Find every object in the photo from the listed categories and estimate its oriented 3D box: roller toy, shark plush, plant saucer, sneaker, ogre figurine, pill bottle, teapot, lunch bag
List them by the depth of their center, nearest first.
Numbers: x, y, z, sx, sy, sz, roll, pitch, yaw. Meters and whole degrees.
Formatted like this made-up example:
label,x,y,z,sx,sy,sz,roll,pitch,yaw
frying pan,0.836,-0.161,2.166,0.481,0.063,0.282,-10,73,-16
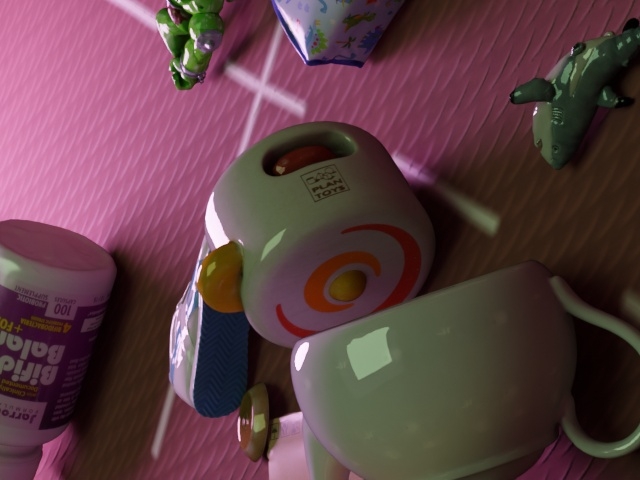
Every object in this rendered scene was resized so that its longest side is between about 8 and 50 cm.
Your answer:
label,x,y,z,sx,sy,sz,roll,pitch,yaw
teapot,0.111,0.133,1.522,0.256,0.252,0.187,-26,83,67
shark plush,0.236,-0.132,1.547,0.161,0.073,0.067,-39,71,20
roller toy,0.000,0.000,1.710,0.191,0.209,0.146,-49,46,20
lunch bag,0.014,-0.264,1.829,0.129,0.096,0.151,-55,53,35
plant saucer,-0.071,0.187,1.919,0.083,0.015,0.083,-175,90,-74
sneaker,-0.113,0.066,1.963,0.092,0.087,0.229,24,102,57
ogre figurine,-0.140,-0.272,2.058,0.118,0.097,0.197,-2,71,67
pill bottle,-0.364,0.141,2.240,0.169,0.169,0.301,41,117,51

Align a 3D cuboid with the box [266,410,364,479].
label,x,y,z,sx,sy,sz,roll,pitch,yaw
box,0.012,0.240,1.804,0.201,0.021,0.164,-22,66,52
